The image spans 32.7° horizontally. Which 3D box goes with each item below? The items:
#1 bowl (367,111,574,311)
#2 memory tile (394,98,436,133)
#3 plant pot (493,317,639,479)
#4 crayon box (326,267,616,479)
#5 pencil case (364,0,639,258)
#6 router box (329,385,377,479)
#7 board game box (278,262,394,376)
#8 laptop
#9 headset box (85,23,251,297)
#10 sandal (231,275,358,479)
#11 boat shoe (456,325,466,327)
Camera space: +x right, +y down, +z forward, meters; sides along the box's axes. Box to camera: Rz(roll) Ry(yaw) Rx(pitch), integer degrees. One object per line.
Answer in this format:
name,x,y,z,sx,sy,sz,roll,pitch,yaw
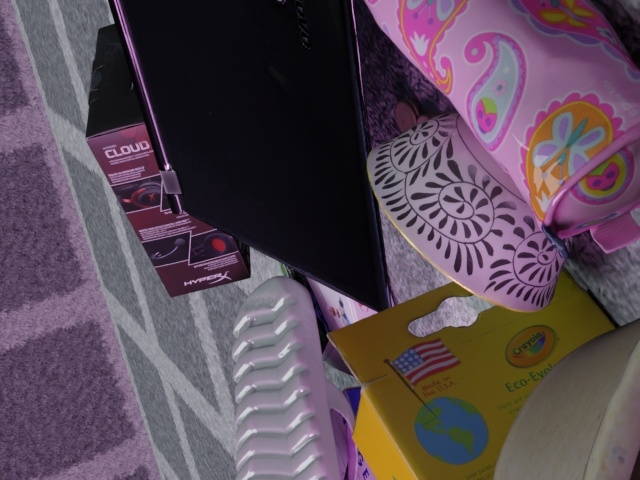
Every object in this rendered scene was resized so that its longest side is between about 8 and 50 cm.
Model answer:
bowl,0.123,-0.038,0.769,0.080,0.170,0.170,-51,56,30
memory tile,0.110,-0.054,0.945,0.148,0.012,0.113,41,146,51
plant pot,0.220,0.138,0.472,0.305,0.334,0.334,129,119,-80
crayon box,0.162,0.166,0.757,0.318,0.202,0.081,58,157,32
pencil case,0.118,-0.126,0.697,0.284,0.124,0.124,57,157,27
router box,0.065,0.375,1.212,0.301,0.082,0.335,116,141,-47
board game box,0.000,0.000,1.222,0.193,0.053,0.305,13,121,66
laptop,-0.055,-0.205,0.981,0.408,0.236,0.382,-81,-14,-46
headset box,-0.178,-0.113,1.292,0.218,0.110,0.293,-97,-10,-47
sandal,-0.014,0.229,1.161,0.169,0.102,0.416,-33,51,45
boat shoe,0.161,0.116,0.934,0.135,0.045,0.050,46,158,39
